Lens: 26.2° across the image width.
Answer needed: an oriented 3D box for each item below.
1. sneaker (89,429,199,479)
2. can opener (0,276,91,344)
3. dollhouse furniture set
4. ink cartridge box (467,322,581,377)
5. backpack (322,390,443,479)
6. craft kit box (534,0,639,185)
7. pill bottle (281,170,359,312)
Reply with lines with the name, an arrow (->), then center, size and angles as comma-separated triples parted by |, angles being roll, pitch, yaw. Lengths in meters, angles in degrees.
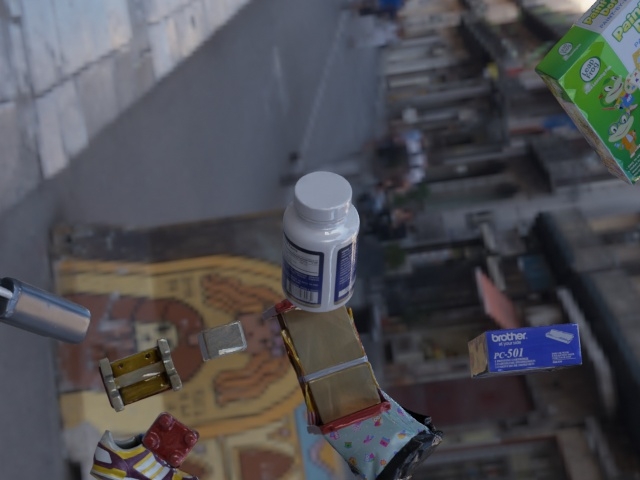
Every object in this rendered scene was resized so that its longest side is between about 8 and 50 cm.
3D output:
sneaker -> -0.261, 0.345, 2.135 | 0.070, 0.186, 0.083 | 14, -91, 59
can opener -> -0.333, 0.037, 1.458 | 0.283, 0.076, 0.095 | 34, 70, -64
dollhouse furniture set -> -0.108, 0.208, 1.965 | 0.152, 0.374, 0.201 | 139, -67, -80
ink cartridge box -> 0.219, 0.122, 1.498 | 0.207, 0.097, 0.046 | 84, 1, -83
backpack -> 0.083, 0.302, 2.189 | 0.182, 0.152, 0.115 | 43, 4, 17
craft kit box -> 0.430, -0.236, 1.812 | 0.247, 0.250, 0.061 | 43, -1, -39
pill bottle -> 0.000, 0.000, 1.693 | 0.094, 0.094, 0.169 | -94, -174, -45
